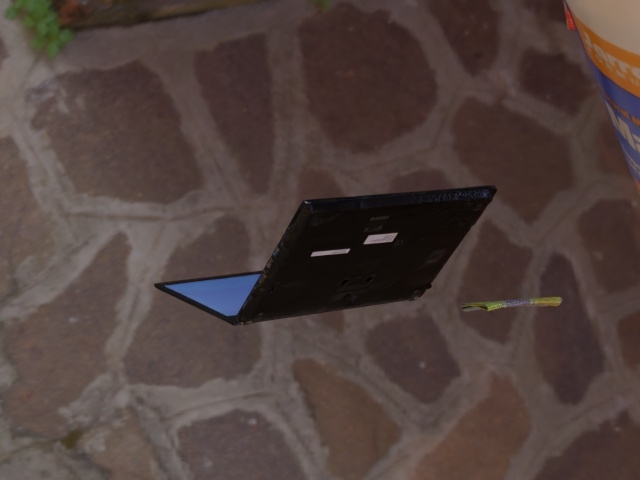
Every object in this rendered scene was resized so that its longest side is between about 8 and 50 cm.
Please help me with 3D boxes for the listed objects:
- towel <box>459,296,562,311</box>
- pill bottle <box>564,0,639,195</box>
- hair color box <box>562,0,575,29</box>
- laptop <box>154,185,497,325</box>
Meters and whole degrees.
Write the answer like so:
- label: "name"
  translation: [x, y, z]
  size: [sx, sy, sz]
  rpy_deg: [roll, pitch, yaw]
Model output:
- label: "towel"
  translation: [0.181, 0.061, 1.142]
  size: [0.083, 0.060, 0.009]
  rpy_deg: [-3, 88, -22]
- label: "pill bottle"
  translation: [0.186, -0.111, 0.527]
  size: [0.272, 0.152, 0.152]
  rpy_deg: [50, 47, -50]
- label: "hair color box"
  translation: [0.213, -0.268, 0.986]
  size: [0.167, 0.053, 0.093]
  rpy_deg: [72, 14, -45]
- label: "laptop"
  translation: [0.000, 0.000, 1.211]
  size: [0.234, 0.264, 0.136]
  rpy_deg: [-7, 52, -36]
